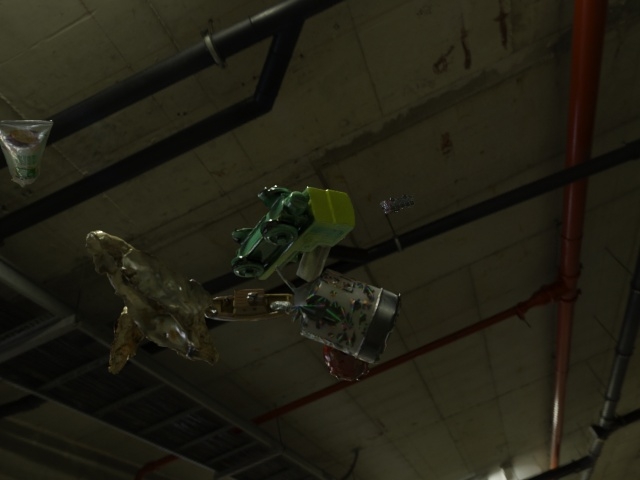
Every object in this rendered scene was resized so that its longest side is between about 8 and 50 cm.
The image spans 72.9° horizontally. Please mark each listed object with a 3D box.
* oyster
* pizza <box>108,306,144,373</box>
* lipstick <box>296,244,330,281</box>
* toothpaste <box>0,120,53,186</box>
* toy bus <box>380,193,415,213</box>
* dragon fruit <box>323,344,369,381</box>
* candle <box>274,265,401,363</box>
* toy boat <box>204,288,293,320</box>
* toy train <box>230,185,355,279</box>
[{"bbox_3d":[-0.325,0.113,0.882,0.341,0.110,0.166,35,-49,-3],"label":"oyster"},{"bbox_3d":[-0.608,0.284,1.413,0.071,0.297,0.189,15,-47,-1],"label":"pizza"},{"bbox_3d":[0.000,0.000,1.316,0.079,0.077,0.252,-3,-63,-59],"label":"lipstick"},{"bbox_3d":[-0.523,-0.156,0.767,0.056,0.058,0.314,41,-27,-21],"label":"toothpaste"},{"bbox_3d":[0.269,-0.126,1.503,0.131,0.052,0.037,-15,-11,-33],"label":"toy bus"},{"bbox_3d":[0.055,0.309,1.271,0.126,0.125,0.246,-20,-81,22],"label":"dragon fruit"},{"bbox_3d":[0.029,0.164,1.067,0.330,0.187,0.187,22,-52,4],"label":"candle"},{"bbox_3d":[-0.249,0.221,1.476,0.321,0.089,0.121,0,-34,-9],"label":"toy boat"},{"bbox_3d":[-0.099,-0.005,1.193,0.237,0.150,0.369,9,-34,-32],"label":"toy train"}]
